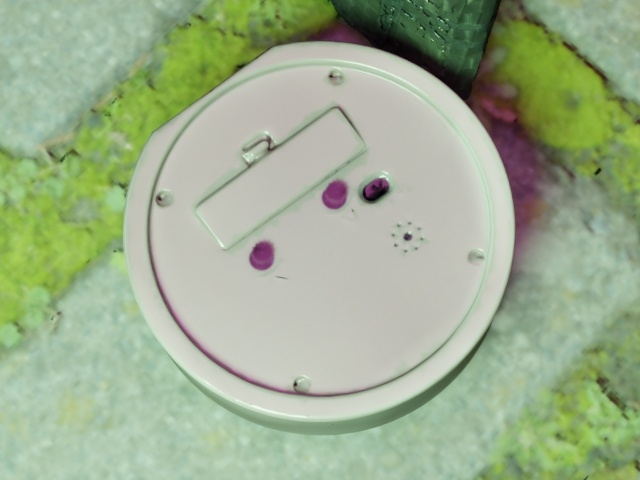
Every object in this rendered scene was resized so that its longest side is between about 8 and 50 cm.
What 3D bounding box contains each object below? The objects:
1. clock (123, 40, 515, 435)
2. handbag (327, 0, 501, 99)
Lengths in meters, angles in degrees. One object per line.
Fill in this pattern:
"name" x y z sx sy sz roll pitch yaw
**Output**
"clock" 0.000 0.000 0.977 0.197 0.068 0.196 0 76 1
"handbag" 0.006 -0.205 0.976 0.089 0.175 0.270 -34 75 -30
